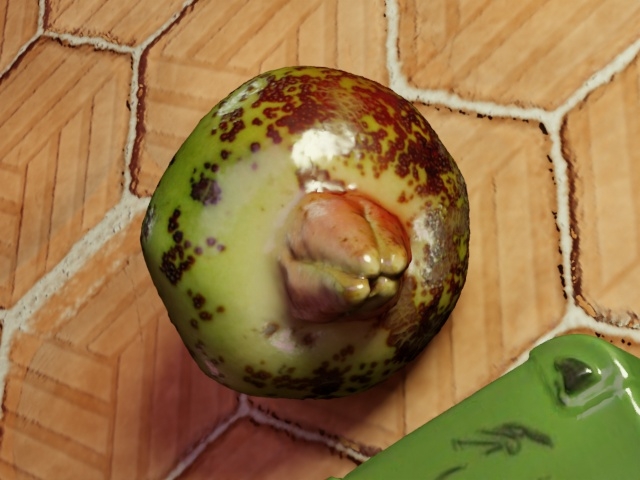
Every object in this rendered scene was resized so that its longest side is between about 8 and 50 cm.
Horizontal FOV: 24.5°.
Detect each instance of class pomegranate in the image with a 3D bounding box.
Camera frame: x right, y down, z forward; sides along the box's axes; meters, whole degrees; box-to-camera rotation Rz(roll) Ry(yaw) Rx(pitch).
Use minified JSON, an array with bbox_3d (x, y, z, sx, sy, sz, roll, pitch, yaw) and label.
[{"bbox_3d":[0.000,0.000,0.897,0.214,0.214,0.248,-57,14,-2],"label":"pomegranate"}]

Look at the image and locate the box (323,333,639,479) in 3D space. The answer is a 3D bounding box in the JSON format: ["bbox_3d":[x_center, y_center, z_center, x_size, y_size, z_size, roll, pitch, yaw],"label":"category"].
[{"bbox_3d":[0.133,0.219,0.716,0.252,0.177,0.329,-37,49,19],"label":"box"}]
